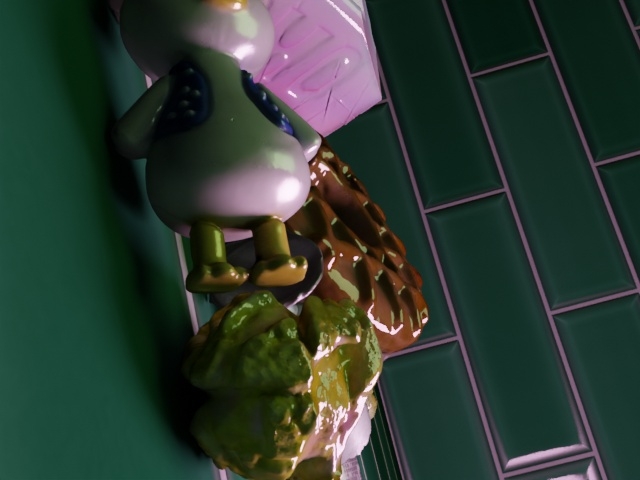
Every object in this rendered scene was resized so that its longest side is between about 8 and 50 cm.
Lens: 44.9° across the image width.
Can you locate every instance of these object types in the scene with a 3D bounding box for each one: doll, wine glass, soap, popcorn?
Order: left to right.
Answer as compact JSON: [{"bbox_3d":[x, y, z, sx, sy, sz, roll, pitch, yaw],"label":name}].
[{"bbox_3d":[-0.073,-0.102,0.517,0.119,0.138,0.293,119,-37,-54],"label":"doll"},{"bbox_3d":[-0.053,-0.271,0.944,0.323,0.192,0.109,33,37,-41],"label":"soap"},{"bbox_3d":[-0.028,0.093,0.499,0.145,0.126,0.126,101,3,-63],"label":"popcorn"},{"bbox_3d":[-0.020,0.102,0.675,0.103,0.103,0.222,-100,174,-52],"label":"wine glass"}]

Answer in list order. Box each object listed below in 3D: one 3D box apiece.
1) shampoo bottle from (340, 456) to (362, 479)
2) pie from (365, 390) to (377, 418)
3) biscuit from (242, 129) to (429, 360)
[{"bbox_3d":[0.007,0.223,0.842,0.086,0.055,0.228,40,34,-73],"label":"shampoo bottle"},{"bbox_3d":[0.033,0.162,1.275,0.277,0.078,0.277,-14,90,-87],"label":"pie"},{"bbox_3d":[0.011,0.009,0.887,0.268,0.115,0.366,49,17,-17],"label":"biscuit"}]
